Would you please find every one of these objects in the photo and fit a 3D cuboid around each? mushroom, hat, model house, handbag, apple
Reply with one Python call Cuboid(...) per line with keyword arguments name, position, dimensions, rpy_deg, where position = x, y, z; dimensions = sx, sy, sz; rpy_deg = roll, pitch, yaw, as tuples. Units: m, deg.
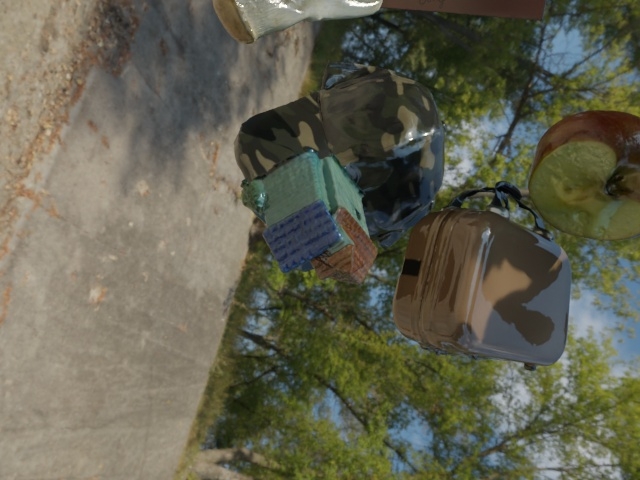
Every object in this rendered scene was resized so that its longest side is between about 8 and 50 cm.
Cuboid(name="mushroom", position=(-0.014, -0.232, 0.477), dimensions=(0.202, 0.059, 0.054), rpy_deg=(-29, -168, -35))
Cuboid(name="hat", position=(0.063, -0.130, 0.818), dimensions=(0.257, 0.367, 0.381), rpy_deg=(-21, -170, 27))
Cuboid(name="model house", position=(0.000, 0.000, 0.546), dimensions=(0.119, 0.148, 0.149), rpy_deg=(-29, -134, 14))
Cuboid(name="handbag", position=(0.267, 0.047, 0.777), dimensions=(0.149, 0.301, 0.284), rpy_deg=(4, -100, 55))
Cuboid(name="apple", position=(0.407, -0.098, 0.714), dimensions=(0.160, 0.195, 0.173), rpy_deg=(-42, -174, -16))

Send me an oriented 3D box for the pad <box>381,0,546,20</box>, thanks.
Cuboid(name="pad", position=(0.150, -0.398, 0.640), dimensions=(0.005, 0.299, 0.202), rpy_deg=(-49, 146, -36))
